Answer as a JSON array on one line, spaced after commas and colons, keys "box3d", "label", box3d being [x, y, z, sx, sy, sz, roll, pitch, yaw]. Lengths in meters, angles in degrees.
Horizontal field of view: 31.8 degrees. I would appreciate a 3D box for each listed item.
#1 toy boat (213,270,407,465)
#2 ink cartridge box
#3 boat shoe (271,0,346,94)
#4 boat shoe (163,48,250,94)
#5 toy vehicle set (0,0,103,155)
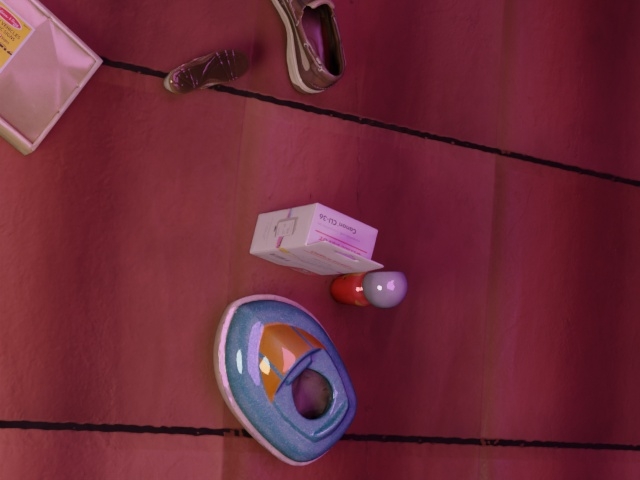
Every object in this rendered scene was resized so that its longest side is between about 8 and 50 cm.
[{"box3d": [-0.005, 0.151, 1.633, 0.318, 0.148, 0.267, -47, 111, -27], "label": "toy boat"}, {"box3d": [0.000, 0.000, 1.619, 0.115, 0.198, 0.067, 23, 74, -31], "label": "ink cartridge box"}, {"box3d": [-0.013, -0.356, 1.703, 0.095, 0.095, 0.257, -19, 96, -34], "label": "boat shoe"}, {"box3d": [-0.166, -0.245, 1.620, 0.135, 0.045, 0.050, -20, 108, -31], "label": "boat shoe"}, {"box3d": [-0.430, -0.259, 1.448, 0.267, 0.035, 0.166, 43, 64, -23], "label": "toy vehicle set"}]
